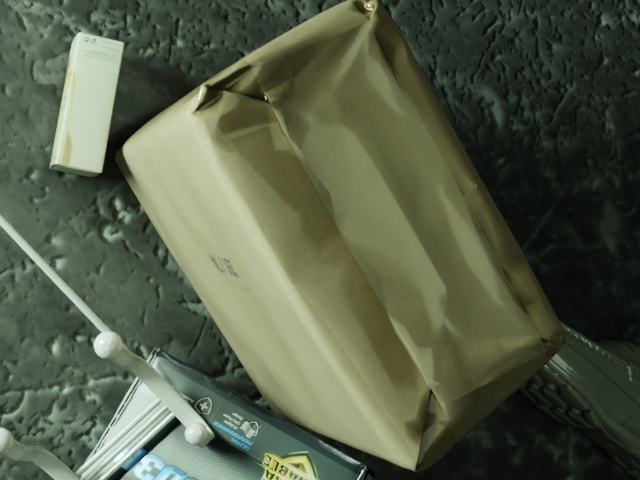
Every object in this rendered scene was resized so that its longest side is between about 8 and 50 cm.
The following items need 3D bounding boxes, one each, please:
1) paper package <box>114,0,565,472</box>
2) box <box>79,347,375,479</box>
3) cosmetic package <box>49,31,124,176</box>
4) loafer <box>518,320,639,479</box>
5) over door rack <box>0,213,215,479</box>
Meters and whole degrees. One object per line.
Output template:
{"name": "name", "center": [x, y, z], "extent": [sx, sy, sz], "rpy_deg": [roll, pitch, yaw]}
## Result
{"name": "paper package", "center": [0.000, 0.000, 0.952], "extent": [0.168, 0.325, 0.309], "rpy_deg": [-33, 99, -17]}
{"name": "box", "center": [-0.090, 0.217, 1.005], "extent": [0.220, 0.051, 0.175], "rpy_deg": [27, 79, 19]}
{"name": "cosmetic package", "center": [-0.201, -0.115, 1.025], "extent": [0.041, 0.060, 0.115], "rpy_deg": [11, 84, -17]}
{"name": "loafer", "center": [0.289, 0.143, 1.171], "extent": [0.319, 0.112, 0.111], "rpy_deg": [38, 73, -23]}
{"name": "over door rack", "center": [-0.276, 0.118, 0.935], "extent": [0.239, 0.108, 0.324], "rpy_deg": [-42, 95, -5]}
